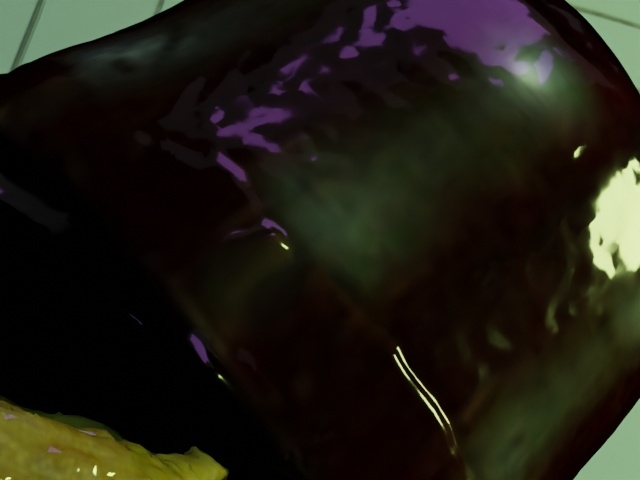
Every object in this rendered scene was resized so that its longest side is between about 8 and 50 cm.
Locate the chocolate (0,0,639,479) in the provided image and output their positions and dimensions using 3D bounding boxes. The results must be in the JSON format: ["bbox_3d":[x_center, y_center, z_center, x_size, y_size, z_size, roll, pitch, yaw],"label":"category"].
[{"bbox_3d":[0.000,0.000,0.822,0.384,0.331,0.383,34,-26,20],"label":"chocolate"}]

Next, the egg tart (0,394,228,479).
[{"bbox_3d":[-0.179,0.096,0.600,0.294,0.123,0.294,19,-7,3],"label":"egg tart"}]
